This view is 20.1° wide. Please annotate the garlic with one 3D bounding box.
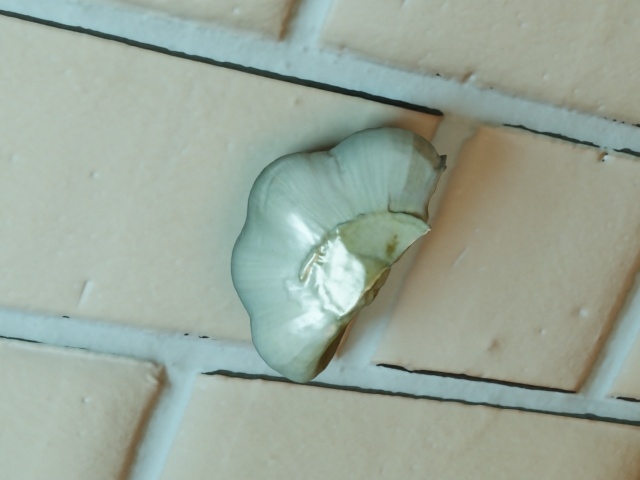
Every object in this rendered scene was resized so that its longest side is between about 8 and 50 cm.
[{"bbox_3d":[0.000,0.000,1.510,0.143,0.178,0.229,27,88,-2],"label":"garlic"}]
